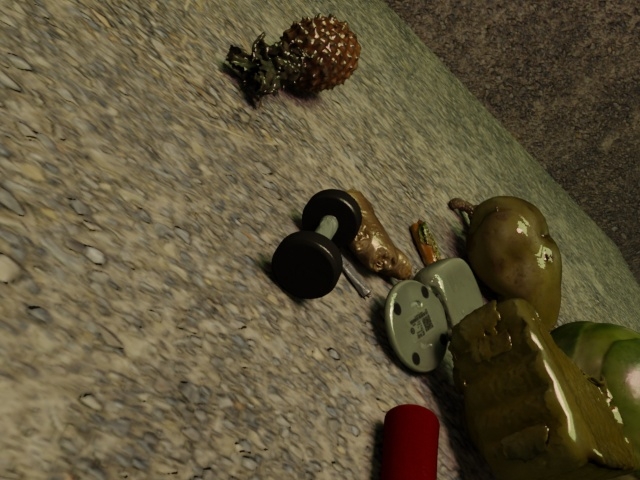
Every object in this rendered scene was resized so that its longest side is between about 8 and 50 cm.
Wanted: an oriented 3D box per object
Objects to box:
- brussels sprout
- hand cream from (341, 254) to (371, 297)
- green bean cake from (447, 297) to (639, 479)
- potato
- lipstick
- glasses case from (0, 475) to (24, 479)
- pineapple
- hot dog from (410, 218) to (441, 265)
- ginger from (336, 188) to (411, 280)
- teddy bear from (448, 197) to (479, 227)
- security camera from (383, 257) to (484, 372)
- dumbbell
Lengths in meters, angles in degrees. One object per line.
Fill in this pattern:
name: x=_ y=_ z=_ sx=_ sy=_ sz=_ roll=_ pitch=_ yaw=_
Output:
brussels sprout: x=0.578 y=0.337 z=1.131 sx=0.315 sy=0.276 sz=0.371 roll=41 pitch=36 yaw=-44
hand cream: x=0.057 y=0.059 z=0.959 sx=0.093 sy=0.019 sz=0.030 roll=53 pitch=28 yaw=7
green bean cake: x=0.350 y=0.265 z=0.942 sx=0.310 sy=0.202 sz=0.285 roll=27 pitch=40 yaw=-40
potato: x=0.476 y=0.061 z=1.363 sx=0.351 sy=0.202 sz=0.218 roll=67 pitch=19 yaw=1
lipstick: x=0.106 y=0.313 z=0.689 sx=0.080 sy=0.080 sz=0.241 roll=43 pitch=32 yaw=-15
glasses case: x=-0.197 y=0.203 z=0.382 sx=0.233 sy=0.092 sz=0.059 roll=34 pitch=39 yaw=-31
pineapple: x=-0.045 y=-0.369 z=1.162 sx=0.175 sy=0.175 sz=0.361 roll=49 pitch=39 yaw=-4
hot dog: x=0.235 y=0.006 z=1.233 sx=0.056 sy=0.041 sz=0.133 roll=17 pitch=44 yaw=-45
ginger: x=0.084 y=-0.004 z=1.015 sx=0.213 sy=0.074 sz=0.137 roll=59 pitch=30 yaw=1
teddy bear: x=0.429 y=-0.058 z=1.532 sx=0.119 sy=0.078 sz=0.160 roll=7 pitch=51 yaw=-55
security camera: x=0.194 y=0.129 z=1.016 sx=0.301 sy=0.080 sz=0.157 roll=-22 pitch=91 yaw=-48
dumbbell: x=0.000 y=0.000 z=0.862 sx=0.100 sy=0.100 sz=0.191 roll=46 pitch=30 yaw=-10
